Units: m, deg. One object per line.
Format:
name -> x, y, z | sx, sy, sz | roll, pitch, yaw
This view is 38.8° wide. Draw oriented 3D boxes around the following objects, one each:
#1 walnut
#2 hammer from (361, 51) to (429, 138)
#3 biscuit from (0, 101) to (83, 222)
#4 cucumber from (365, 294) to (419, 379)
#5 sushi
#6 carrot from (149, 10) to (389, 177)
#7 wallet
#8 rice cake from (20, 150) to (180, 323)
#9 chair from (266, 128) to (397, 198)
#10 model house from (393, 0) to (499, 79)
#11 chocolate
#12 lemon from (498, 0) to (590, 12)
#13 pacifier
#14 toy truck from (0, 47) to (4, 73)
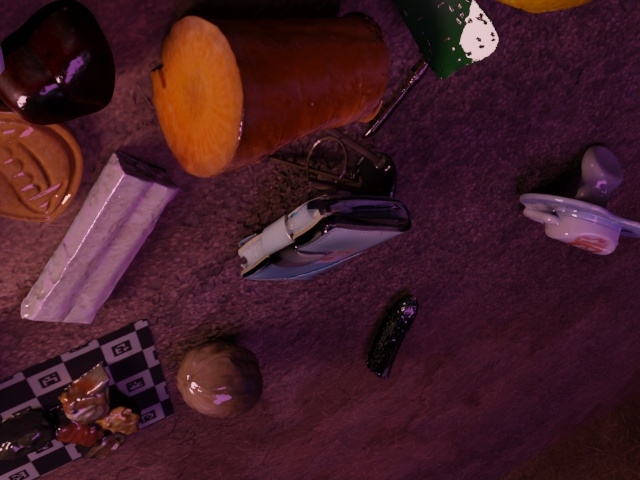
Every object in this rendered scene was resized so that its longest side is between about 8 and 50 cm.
walnut -> -0.175, 0.242, 1.590 | 0.140, 0.140, 0.162 | -40, 146, 9
hammer -> 0.124, -0.215, 1.371 | 0.065, 0.021, 0.178 | 9, 128, -48
biscuit -> -0.361, -0.093, 1.102 | 0.142, 0.029, 0.220 | -28, 146, -10
cucumber -> 0.145, 0.197, 1.885 | 0.067, 0.067, 0.245 | -14, 140, -28
sushi -> -0.424, 0.317, 1.543 | 0.359, 0.064, 0.343 | -23, 145, -15
carrot -> -0.051, -0.186, 1.121 | 0.254, 0.196, 0.196 | -13, 142, -36
wallet -> 0.000, 0.000, 1.401 | 0.176, 0.075, 0.250 | 2, 160, -39
rice cake -> -0.305, 0.009, 1.261 | 0.106, 0.050, 0.298 | 9, 128, -47
chair -> 0.037, -0.112, 1.370 | 0.221, 0.104, 0.095 | 20, 102, -49
model house -> 0.174, -0.312, 1.192 | 0.117, 0.167, 0.088 | -29, -172, 45
chocolate -> -0.288, -0.176, 1.012 | 0.149, 0.080, 0.125 | -38, 146, 4
lemon -> 0.266, -0.394, 1.056 | 0.284, 0.260, 0.260 | 13, 129, -19
pacifier -> 0.519, -0.089, 1.775 | 0.279, 0.227, 0.207 | 17, 90, -28
toy truck -> -0.387, -0.184, 0.930 | 0.123, 0.063, 0.052 | -18, 143, -22
